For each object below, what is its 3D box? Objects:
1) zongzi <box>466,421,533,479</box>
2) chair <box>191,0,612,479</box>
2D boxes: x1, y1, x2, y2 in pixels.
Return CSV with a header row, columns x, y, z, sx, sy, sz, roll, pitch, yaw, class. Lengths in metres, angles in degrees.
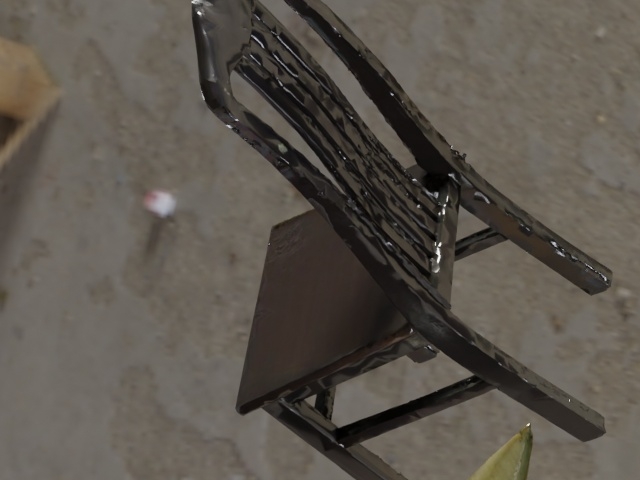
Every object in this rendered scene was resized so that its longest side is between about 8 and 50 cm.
x,y,z,sx,sy,sz,roll,pitch,yaw,class
0.049,0.100,0.478,0.083,0.076,0.040,-45,14,2,zongzi
0.000,0.000,0.629,0.101,0.212,0.084,-26,39,35,chair
